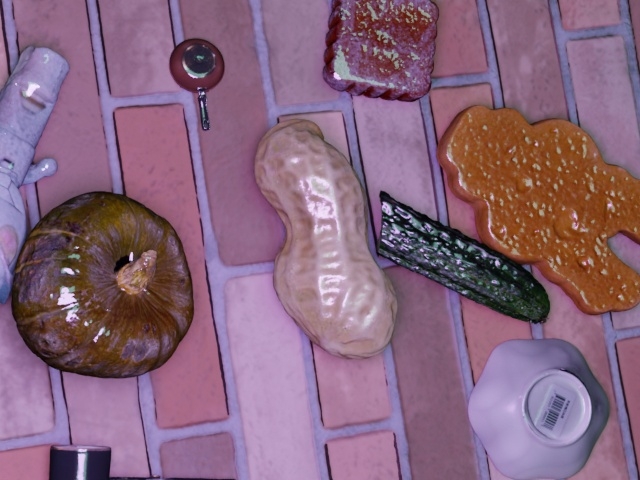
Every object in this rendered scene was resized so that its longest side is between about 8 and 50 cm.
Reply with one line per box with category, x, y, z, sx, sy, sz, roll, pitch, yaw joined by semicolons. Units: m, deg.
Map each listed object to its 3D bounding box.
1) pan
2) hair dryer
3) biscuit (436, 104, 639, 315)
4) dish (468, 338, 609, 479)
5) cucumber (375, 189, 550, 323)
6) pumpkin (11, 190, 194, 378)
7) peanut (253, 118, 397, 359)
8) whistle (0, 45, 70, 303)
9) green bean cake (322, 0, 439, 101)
pan;-0.144;-0.191;1.683;0.068;0.023;0.115;-9;85;-16
hair dryer;-0.186;0.304;1.593;0.256;0.070;0.128;7;82;-18
biscuit;0.296;-0.049;1.768;0.334;0.047;0.202;33;76;-11
dish;0.282;0.208;1.721;0.191;0.066;0.190;2;82;-14
cucumber;0.175;0.028;1.710;0.265;0.077;0.077;25;77;-9
pumpkin;-0.229;0.048;1.543;0.219;0.162;0.219;20;61;-41
peanut;0.000;0.000;1.648;0.136;0.120;0.298;-13;84;-20
whistle;-0.375;-0.061;1.564;0.142;0.134;0.346;22;69;-8
green bean cake;0.074;-0.243;1.729;0.135;0.056;0.135;10;81;-15
